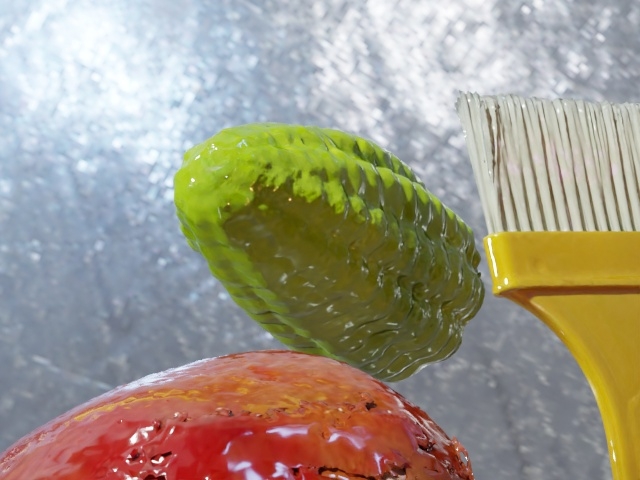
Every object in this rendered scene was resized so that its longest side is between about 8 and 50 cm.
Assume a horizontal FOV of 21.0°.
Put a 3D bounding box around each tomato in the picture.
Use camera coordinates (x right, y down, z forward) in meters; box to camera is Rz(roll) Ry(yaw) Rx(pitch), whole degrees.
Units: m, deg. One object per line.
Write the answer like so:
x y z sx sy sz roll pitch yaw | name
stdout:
-0.043 0.107 0.345 0.173 0.099 0.189 -42 39 34 | tomato

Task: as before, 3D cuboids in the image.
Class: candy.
0.000 0.000 0.714 0.096 0.209 0.097 -6 73 22 | candy

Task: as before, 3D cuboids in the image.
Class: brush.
0.110 0.078 0.581 0.013 0.103 0.272 -30 65 54 | brush
